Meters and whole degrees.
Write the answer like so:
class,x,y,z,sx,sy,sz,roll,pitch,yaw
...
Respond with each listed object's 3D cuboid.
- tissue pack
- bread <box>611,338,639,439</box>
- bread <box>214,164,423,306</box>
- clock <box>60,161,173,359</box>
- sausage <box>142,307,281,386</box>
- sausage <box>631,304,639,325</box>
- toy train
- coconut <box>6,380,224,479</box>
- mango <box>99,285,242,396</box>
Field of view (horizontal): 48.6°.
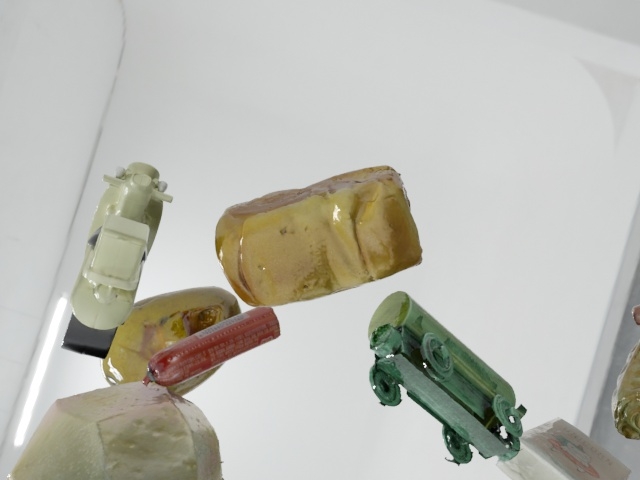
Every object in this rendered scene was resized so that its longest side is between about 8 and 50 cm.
class,x,y,z,sx,sy,sz,roll,pitch,yaw
tissue pack,0.433,0.394,1.234,0.325,0.170,0.071,11,-69,-58
bread,0.588,0.255,1.290,0.232,0.088,0.128,-51,-10,-44
bread,0.000,0.000,1.066,0.132,0.295,0.166,-72,-33,-66
clock,-0.337,0.024,1.178,0.379,0.120,0.276,-113,44,-64
sausage,-0.200,0.196,1.291,0.274,0.074,0.074,-21,-36,-34
sausage,0.572,0.096,1.076,0.043,0.186,0.043,44,-144,-44
toy train,0.196,0.200,1.059,0.126,0.307,0.189,-34,24,38
coconut,-0.361,0.416,1.221,0.352,0.353,0.352,17,-90,-89
mango,-0.347,0.236,1.674,0.365,0.253,0.182,-30,-12,3
